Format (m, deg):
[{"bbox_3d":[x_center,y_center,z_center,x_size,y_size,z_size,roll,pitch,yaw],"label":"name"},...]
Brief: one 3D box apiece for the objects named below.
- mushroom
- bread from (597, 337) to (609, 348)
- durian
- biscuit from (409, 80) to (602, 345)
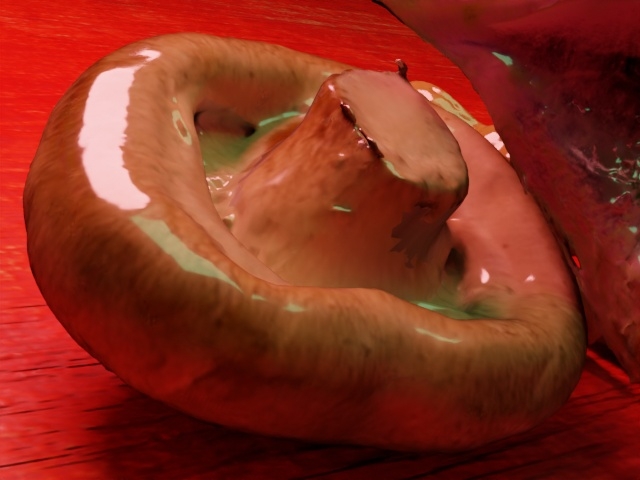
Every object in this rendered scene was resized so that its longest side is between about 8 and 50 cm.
[{"bbox_3d":[0.000,0.000,0.557,0.278,0.146,0.278,23,32,-15],"label":"mushroom"},{"bbox_3d":[0.244,0.005,0.715,0.149,0.158,0.143,6,20,-41],"label":"bread"},{"bbox_3d":[0.182,-0.038,0.552,0.186,0.260,0.154,-14,12,46],"label":"durian"},{"bbox_3d":[0.084,-0.025,0.723,0.040,0.144,0.236,-27,39,-24],"label":"biscuit"}]
